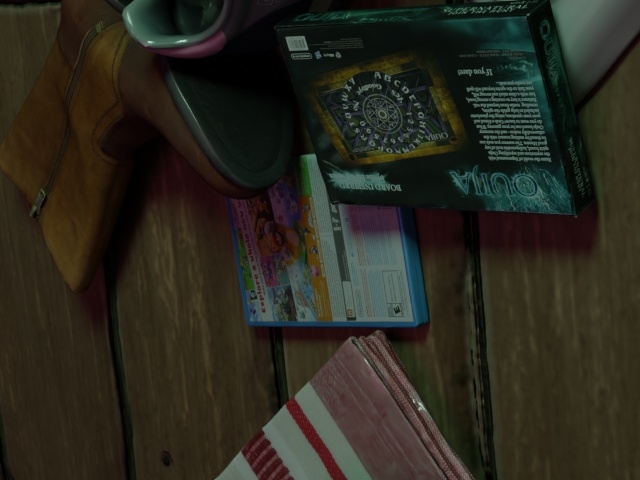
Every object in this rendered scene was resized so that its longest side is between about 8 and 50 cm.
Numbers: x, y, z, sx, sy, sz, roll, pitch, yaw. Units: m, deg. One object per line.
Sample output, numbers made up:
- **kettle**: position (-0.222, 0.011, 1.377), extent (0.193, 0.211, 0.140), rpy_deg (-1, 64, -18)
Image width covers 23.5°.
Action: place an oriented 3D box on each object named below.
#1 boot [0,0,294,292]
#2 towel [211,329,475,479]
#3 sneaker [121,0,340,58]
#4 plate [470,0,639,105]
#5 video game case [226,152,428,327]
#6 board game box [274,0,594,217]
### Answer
- **boot**: position (-0.147, -0.058, 1.121), extent (0.264, 0.096, 0.280), rpy_deg (53, 132, 23)
- **towel**: position (0.015, 0.240, 1.083), extent (0.237, 0.037, 0.329), rpy_deg (57, 135, 16)
- **sneaker**: position (-0.036, -0.217, 0.892), extent (0.112, 0.131, 0.319), rpy_deg (54, 149, 26)
- **plate**: position (0.120, -0.256, 0.841), extent (0.277, 0.045, 0.278), rpy_deg (55, 133, 19)
- **video game case**: position (0.000, 0.000, 1.048), extent (0.166, 0.015, 0.119), rpy_deg (-3, 99, 45)
- **board game box**: position (0.065, -0.077, 0.912), extent (0.186, 0.026, 0.126), rpy_deg (5, 122, 40)
